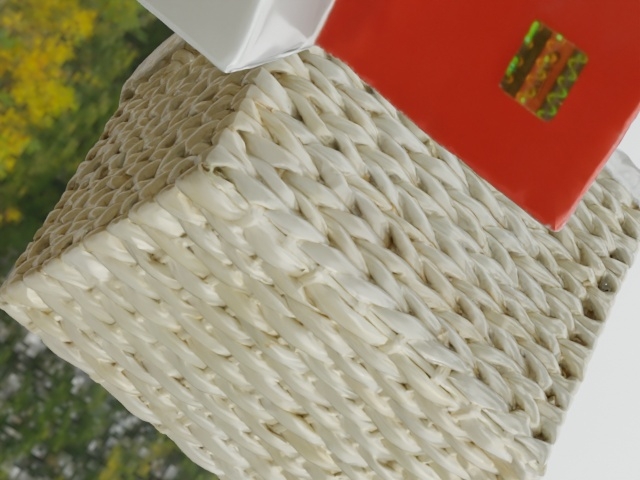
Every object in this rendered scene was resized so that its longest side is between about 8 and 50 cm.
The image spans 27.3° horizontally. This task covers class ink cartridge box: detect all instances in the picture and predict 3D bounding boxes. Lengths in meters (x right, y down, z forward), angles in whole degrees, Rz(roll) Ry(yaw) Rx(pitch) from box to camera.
[{"bbox_3d":[0.032,-0.166,0.395,0.060,0.239,0.275,-24,149,-51],"label":"ink cartridge box"}]

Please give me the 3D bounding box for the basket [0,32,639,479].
[{"bbox_3d":[0.000,0.000,0.953,0.328,0.331,0.266,-26,-152,49],"label":"basket"}]
